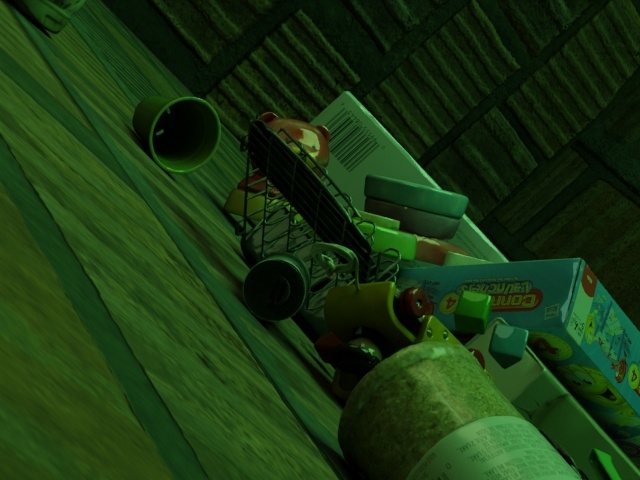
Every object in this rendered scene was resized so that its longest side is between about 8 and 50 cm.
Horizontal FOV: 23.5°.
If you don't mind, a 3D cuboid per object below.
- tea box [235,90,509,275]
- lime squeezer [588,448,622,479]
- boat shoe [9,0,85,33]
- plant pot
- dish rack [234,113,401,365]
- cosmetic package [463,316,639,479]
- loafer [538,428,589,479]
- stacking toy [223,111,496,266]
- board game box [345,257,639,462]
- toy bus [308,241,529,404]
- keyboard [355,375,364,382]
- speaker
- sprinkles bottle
[{"bbox_3d":[0.087,0.005,2.138,0.329,0.220,0.323,48,2,10],"label":"tea box"},{"bbox_3d":[0.242,0.254,1.204,0.110,0.059,0.310,37,28,4],"label":"lime squeezer"},{"bbox_3d":[-0.317,-0.306,1.575,0.104,0.089,0.285,49,3,17],"label":"boat shoe"},{"bbox_3d":[-0.160,-0.120,1.630,0.083,0.083,0.079,46,-10,-36],"label":"plant pot"},{"bbox_3d":[0.000,0.000,1.471,0.208,0.074,0.271,48,-23,22],"label":"dish rack"},{"bbox_3d":[0.230,0.241,1.598,0.309,0.160,0.113,45,4,-34],"label":"cosmetic package"},{"bbox_3d":[0.211,0.259,1.335,0.095,0.109,0.302,9,31,-28],"label":"loafer"},{"bbox_3d":[0.074,-0.052,1.808,0.309,0.130,0.279,13,2,-28],"label":"stacking toy"},{"bbox_3d":[0.216,0.143,1.736,0.308,0.086,0.302,-5,-36,38],"label":"board game box"},{"bbox_3d":[0.063,0.115,1.354,0.202,0.104,0.191,18,-31,3],"label":"toy bus"},{"bbox_3d":[0.003,0.078,1.658,0.100,0.038,0.192,45,3,-43],"label":"keyboard"},{"bbox_3d":[-0.037,0.040,1.362,0.055,0.055,0.136,48,3,-1],"label":"speaker"},{"bbox_3d":[0.142,0.210,0.976,0.121,0.121,0.355,45,3,-45],"label":"sprinkles bottle"}]
